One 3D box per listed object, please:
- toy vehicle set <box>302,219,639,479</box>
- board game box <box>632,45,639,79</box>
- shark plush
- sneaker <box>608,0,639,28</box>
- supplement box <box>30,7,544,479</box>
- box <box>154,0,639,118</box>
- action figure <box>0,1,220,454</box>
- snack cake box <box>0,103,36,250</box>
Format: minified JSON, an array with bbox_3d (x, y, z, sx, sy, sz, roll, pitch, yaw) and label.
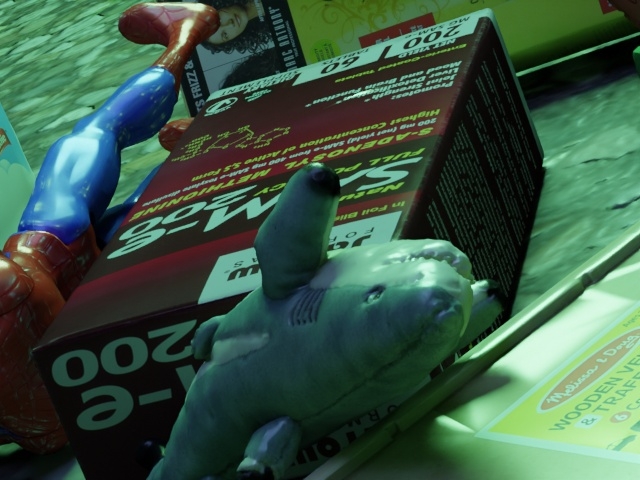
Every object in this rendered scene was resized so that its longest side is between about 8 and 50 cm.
[{"bbox_3d":[0.102,0.048,0.505,0.267,0.035,0.166,-34,22,-31],"label":"toy vehicle set"},{"bbox_3d":[0.302,-0.114,0.713,0.317,0.046,0.213,-30,19,-22],"label":"board game box"},{"bbox_3d":[-0.020,0.045,0.543,0.161,0.073,0.067,-32,29,23],"label":"shark plush"},{"bbox_3d":[0.199,-0.155,0.820,0.225,0.088,0.092,-35,-22,-29],"label":"sneaker"},{"bbox_3d":[0.000,0.000,0.698,0.130,0.073,0.239,-16,20,18],"label":"supplement box"},{"bbox_3d":[0.046,-0.109,0.907,0.232,0.087,0.058,-17,-6,11],"label":"box"},{"bbox_3d":[-0.130,0.007,0.773,0.139,0.091,0.280,-10,28,20],"label":"action figure"},{"bbox_3d":[-0.275,0.025,0.915,0.264,0.089,0.152,-16,19,20],"label":"snack cake box"}]
